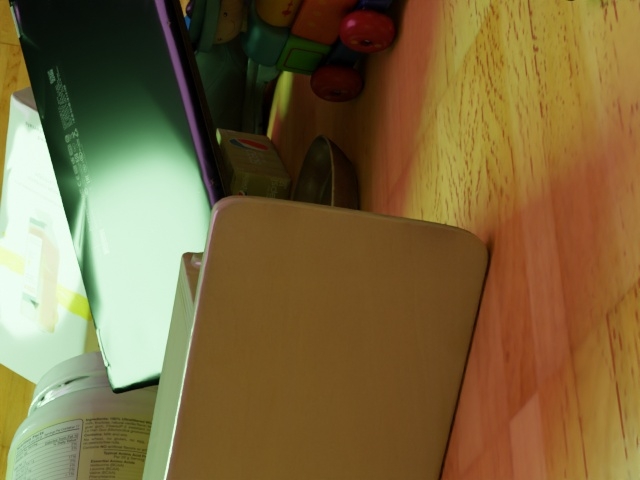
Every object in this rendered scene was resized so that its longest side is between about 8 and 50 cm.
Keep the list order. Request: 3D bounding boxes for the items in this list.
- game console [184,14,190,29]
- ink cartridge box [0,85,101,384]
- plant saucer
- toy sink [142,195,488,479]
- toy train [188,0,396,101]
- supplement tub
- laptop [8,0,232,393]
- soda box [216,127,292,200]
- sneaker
[{"bbox_3d":[-0.170,-0.239,1.903,0.293,0.173,0.250,-114,0,-74],"label":"game console"},{"bbox_3d":[-0.259,-0.026,1.626,0.279,0.160,0.384,-37,-32,-52],"label":"ink cartridge box"},{"bbox_3d":[0.000,0.000,1.030,0.168,0.029,0.168,-172,90,-78],"label":"plant saucer"},{"bbox_3d":[-0.013,0.082,0.748,0.131,0.153,0.234,-122,41,-72],"label":"toy sink"},{"bbox_3d":[-0.011,-0.200,0.940,0.248,0.143,0.105,127,148,-66],"label":"toy train"},{"bbox_3d":[-0.215,0.301,1.328,0.235,0.236,0.324,110,163,-44],"label":"supplement tub"},{"bbox_3d":[-0.109,-0.081,1.136,0.408,0.236,0.381,-20,85,55],"label":"laptop"},{"bbox_3d":[-0.076,-0.066,1.339,0.181,0.061,0.058,-119,39,-70],"label":"soda box"},{"bbox_3d":[-0.120,-0.172,1.455,0.109,0.130,0.286,-100,20,-52],"label":"sneaker"}]
